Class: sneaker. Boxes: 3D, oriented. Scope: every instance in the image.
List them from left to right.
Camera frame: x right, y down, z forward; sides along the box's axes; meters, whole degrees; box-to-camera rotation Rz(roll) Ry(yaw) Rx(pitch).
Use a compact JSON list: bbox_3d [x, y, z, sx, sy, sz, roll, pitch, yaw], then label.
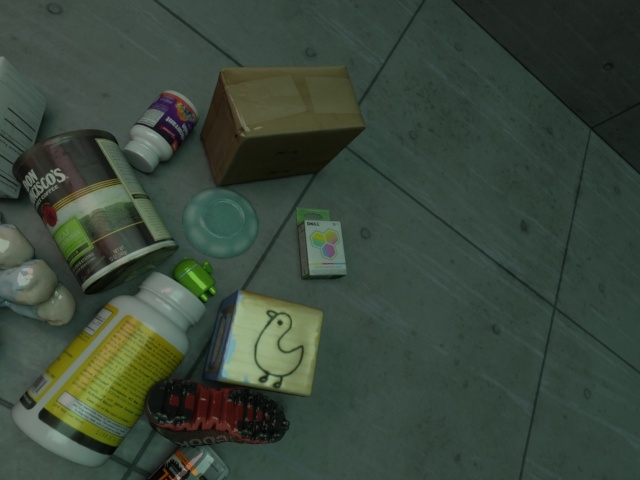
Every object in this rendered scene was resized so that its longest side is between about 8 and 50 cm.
[{"bbox_3d":[-0.202,0.345,0.787,0.277,0.135,0.097,18,43,-18],"label":"sneaker"}]

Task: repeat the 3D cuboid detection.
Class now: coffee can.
[{"bbox_3d":[-0.452,-0.057,0.837,0.202,0.202,0.275,-31,89,-30],"label":"coffee can"}]

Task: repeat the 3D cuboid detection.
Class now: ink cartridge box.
[{"bbox_3d":[0.000,0.000,1.114,0.109,0.062,0.209,1,73,-24],"label":"ink cartridge box"}]

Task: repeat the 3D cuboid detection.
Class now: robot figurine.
[{"bbox_3d":[-0.293,0.091,0.943,0.101,0.067,0.115,-43,94,-21],"label":"robot figurine"}]

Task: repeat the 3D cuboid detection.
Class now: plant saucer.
[{"bbox_3d":[-0.247,-0.052,1.028,0.195,0.037,0.194,7,72,-23],"label":"plant saucer"}]

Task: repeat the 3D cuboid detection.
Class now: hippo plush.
[{"bbox_3d":[-0.612,0.084,0.698,0.237,0.234,0.294,-40,94,-30],"label":"hippo plush"}]

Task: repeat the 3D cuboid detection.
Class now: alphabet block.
[{"bbox_3d":[-0.131,0.233,0.904,0.197,0.193,0.192,17,69,-20],"label":"alphabet block"}]

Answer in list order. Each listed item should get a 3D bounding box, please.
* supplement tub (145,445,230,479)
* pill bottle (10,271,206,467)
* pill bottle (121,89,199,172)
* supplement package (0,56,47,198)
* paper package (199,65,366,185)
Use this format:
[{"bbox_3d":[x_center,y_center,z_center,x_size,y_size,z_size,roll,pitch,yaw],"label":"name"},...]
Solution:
[{"bbox_3d":[-0.283,0.490,0.792,0.117,0.117,0.190,49,60,-4],"label":"supplement tub"},{"bbox_3d":[-0.382,0.231,0.786,0.188,0.188,0.333,39,62,-10],"label":"pill bottle"},{"bbox_3d":[-0.390,-0.262,0.985,0.108,0.108,0.193,32,63,-13],"label":"pill bottle"},{"bbox_3d":[-0.674,-0.219,0.799,0.139,0.133,0.243,1,71,2],"label":"supplement package"},{"bbox_3d":[-0.105,-0.278,1.010,0.325,0.310,0.167,-14,83,-28],"label":"paper package"}]
